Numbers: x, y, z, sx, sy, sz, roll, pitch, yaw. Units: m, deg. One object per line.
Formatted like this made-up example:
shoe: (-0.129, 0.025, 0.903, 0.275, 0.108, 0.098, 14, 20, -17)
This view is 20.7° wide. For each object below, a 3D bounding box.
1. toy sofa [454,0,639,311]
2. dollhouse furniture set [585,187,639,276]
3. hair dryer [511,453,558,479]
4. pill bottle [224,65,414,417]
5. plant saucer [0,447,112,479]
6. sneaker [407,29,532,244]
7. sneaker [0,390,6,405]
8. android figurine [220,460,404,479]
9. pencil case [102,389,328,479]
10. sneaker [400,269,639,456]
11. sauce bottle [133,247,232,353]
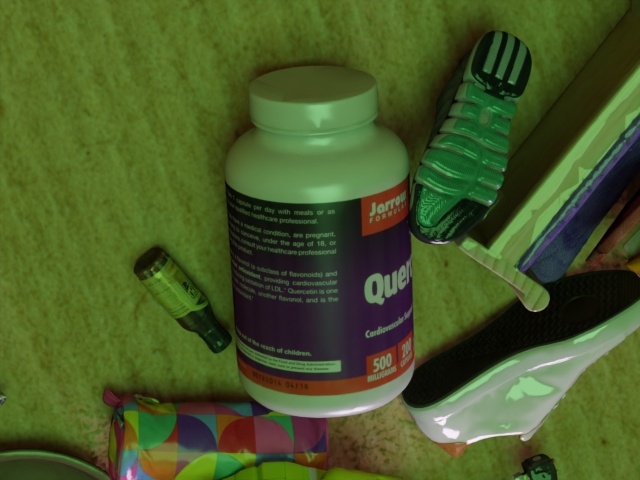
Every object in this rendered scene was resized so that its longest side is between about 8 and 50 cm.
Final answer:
toy sofa: (0.292, -0.104, 1.766, 0.177, 0.150, 0.362, 35, 101, -20)
dollhouse furniture set: (0.458, -0.064, 1.719, 0.201, 0.152, 0.374, 40, 125, 4)
hair dryer: (0.209, 0.378, 1.998, 0.224, 0.080, 0.293, -20, 109, 14)
pill bottle: (0.000, 0.000, 1.730, 0.181, 0.181, 0.323, -6, 113, -9)
plant saucer: (-0.319, 0.339, 1.877, 0.278, 0.041, 0.278, -4, 113, -10)
sneaker: (0.139, -0.095, 1.726, 0.083, 0.098, 0.223, 27, 78, -14)
sneaker: (-0.410, 0.102, 1.750, 0.095, 0.090, 0.235, -36, 118, -10)
android figurine: (-0.017, 0.306, 1.853, 0.273, 0.056, 0.248, 17, 137, -29)
pencil case: (-0.110, 0.210, 1.837, 0.236, 0.104, 0.104, 5, 110, -14)
sneaker: (0.236, 0.134, 1.885, 0.290, 0.106, 0.123, -28, 124, 9)
sauce bottle: (-0.139, 0.064, 1.804, 0.042, 0.042, 0.128, -38, 116, 5)
